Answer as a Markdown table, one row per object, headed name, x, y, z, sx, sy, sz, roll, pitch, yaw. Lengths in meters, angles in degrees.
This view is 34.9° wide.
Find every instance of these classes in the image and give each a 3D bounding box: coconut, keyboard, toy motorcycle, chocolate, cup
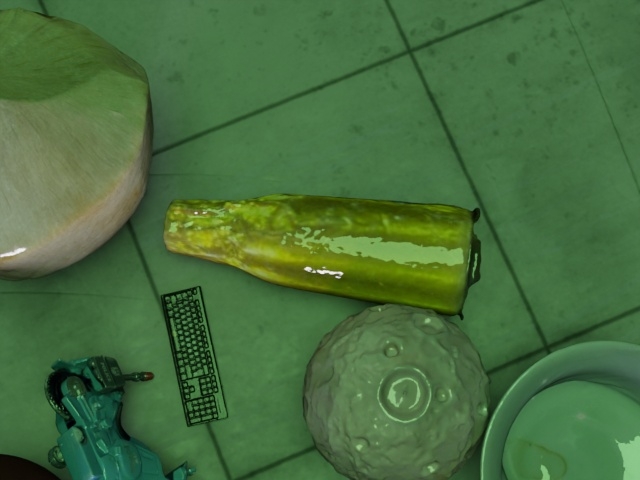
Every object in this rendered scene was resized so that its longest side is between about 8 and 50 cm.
| name | x | y | z | sx | sy | sz | roll | pitch | yaw |
| --- | --- | --- | --- | --- | --- | --- | --- | --- | --- |
| coconut | -0.406 | -0.136 | 1.344 | 0.415 | 0.415 | 0.344 | -35 | 80 | -7 |
| keyboard | -0.184 | 0.168 | 1.488 | 0.064 | 0.010 | 0.198 | -13 | 80 | -1 |
| toy motorcycle | -0.276 | 0.281 | 1.393 | 0.124 | 0.182 | 0.272 | -38 | 68 | 23 |
| chocolate | 0.000 | 0.000 | 1.446 | 0.446 | 0.162 | 0.162 | 8 | 79 | 3 |
| cup | 0.366 | 0.311 | 1.379 | 0.347 | 0.163 | 0.347 | 1 | 82 | -6 |

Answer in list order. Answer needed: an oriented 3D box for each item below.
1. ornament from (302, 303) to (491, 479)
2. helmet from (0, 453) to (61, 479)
| name | x | y | z | sx | sy | sz | roll | pitch | yaw |
| --- | --- | --- | --- | --- | --- | --- | --- | --- | --- |
| ornament | 0.104 | 0.211 | 1.373 | 0.260 | 0.225 | 0.259 | 0 | 79 | 1 |
| helmet | -0.415 | 0.428 | 1.323 | 0.338 | 0.230 | 0.384 | -24 | 97 | 25 |
